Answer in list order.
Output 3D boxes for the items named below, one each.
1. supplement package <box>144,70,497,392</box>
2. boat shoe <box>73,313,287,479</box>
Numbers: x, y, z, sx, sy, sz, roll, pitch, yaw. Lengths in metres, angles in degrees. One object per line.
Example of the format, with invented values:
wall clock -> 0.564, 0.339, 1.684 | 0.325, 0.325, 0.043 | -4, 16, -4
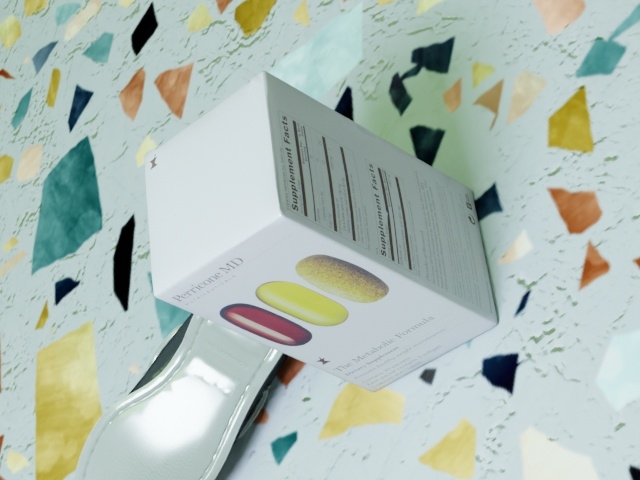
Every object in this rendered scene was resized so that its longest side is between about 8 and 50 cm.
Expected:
supplement package -> 0.000, 0.000, 1.347 | 0.139, 0.244, 0.134 | -33, 49, 32
boat shoe -> -0.101, 0.132, 1.508 | 0.114, 0.091, 0.302 | 41, 104, 4
